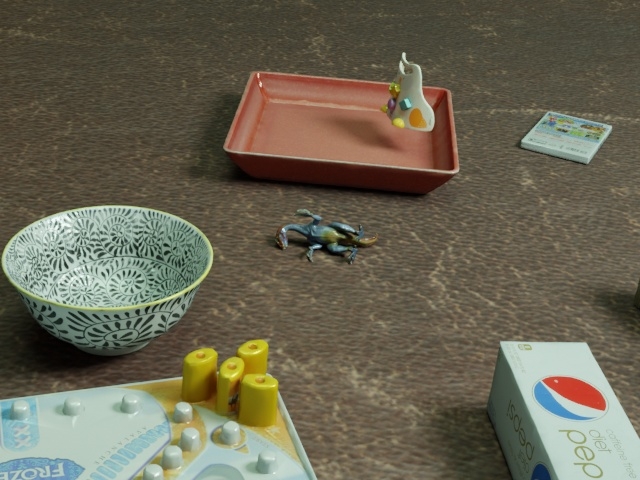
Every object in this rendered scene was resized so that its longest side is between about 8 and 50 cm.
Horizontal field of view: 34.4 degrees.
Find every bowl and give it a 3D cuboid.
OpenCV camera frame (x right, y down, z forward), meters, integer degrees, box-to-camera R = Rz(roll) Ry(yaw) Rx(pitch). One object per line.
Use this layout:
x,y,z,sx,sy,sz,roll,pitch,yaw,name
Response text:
-0.176,0.044,0.867,0.170,0.080,0.170,4,29,-2,bowl

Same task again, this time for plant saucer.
0.029,-0.128,1.237,0.259,0.047,0.258,6,29,1,plant saucer

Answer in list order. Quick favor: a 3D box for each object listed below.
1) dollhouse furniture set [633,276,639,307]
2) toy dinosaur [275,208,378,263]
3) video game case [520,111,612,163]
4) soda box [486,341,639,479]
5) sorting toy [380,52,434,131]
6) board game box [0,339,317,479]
0.393,0.041,0.902,0.129,0.128,0.183,-7,31,-20,dollhouse furniture set
0.000,0.000,1.034,0.082,0.047,0.090,11,-4,29,toy dinosaur
0.315,-0.133,1.322,0.087,0.011,0.122,17,32,22,video game case
0.180,0.159,0.724,0.074,0.069,0.216,1,30,-7,soda box
0.101,-0.177,1.210,0.045,0.075,0.083,-4,30,-16,sorting toy
-0.170,0.201,0.618,0.390,0.050,0.390,-5,30,-17,board game box
